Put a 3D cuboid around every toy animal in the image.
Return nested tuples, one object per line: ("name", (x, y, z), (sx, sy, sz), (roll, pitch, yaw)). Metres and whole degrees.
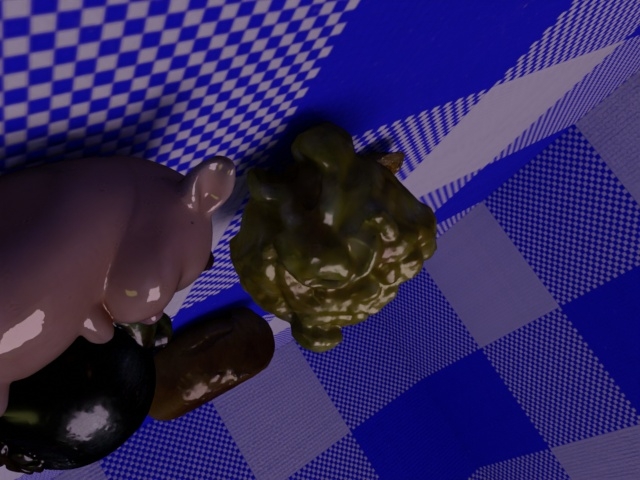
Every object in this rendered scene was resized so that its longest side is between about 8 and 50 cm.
("toy animal", (-0.199, 0.012, 0.497), (0.250, 0.166, 0.154), (-31, 126, -39))

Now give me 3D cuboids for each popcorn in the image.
("popcorn", (0.000, 0.000, 0.783), (0.250, 0.242, 0.235), (-47, -178, 10))

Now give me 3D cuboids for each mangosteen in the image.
("mangosteen", (-0.277, 0.129, 0.661), (0.243, 0.243, 0.243), (-32, 168, -7))

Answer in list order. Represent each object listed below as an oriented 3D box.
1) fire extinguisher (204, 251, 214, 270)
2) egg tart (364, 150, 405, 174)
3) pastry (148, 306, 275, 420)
("fire extinguisher", (-0.213, 0.037, 0.820), (0.064, 0.043, 0.158), (5, -168, 34))
("egg tart", (0.081, -0.111, 0.997), (0.129, 0.049, 0.129), (-35, 164, -11))
("pastry", (-0.265, 0.285, 1.425), (0.356, 0.164, 0.356), (-29, 173, -4))
